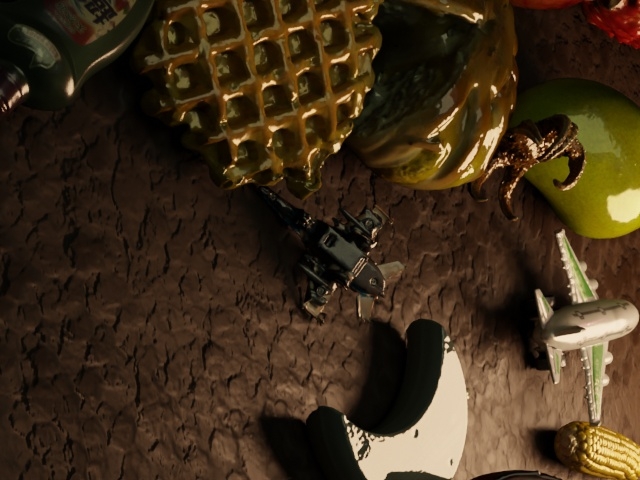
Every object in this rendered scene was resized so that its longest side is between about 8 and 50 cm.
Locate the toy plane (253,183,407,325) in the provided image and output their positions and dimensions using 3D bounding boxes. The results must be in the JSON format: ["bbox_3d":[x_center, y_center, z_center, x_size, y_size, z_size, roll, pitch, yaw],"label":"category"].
[{"bbox_3d":[0.005,0.001,1.186,0.188,0.062,0.135,44,76,-31],"label":"toy plane"}]

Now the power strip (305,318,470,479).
[{"bbox_3d":[0.089,0.192,1.245,0.253,0.054,0.167,-31,107,-49],"label":"power strip"}]

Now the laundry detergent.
[{"bbox_3d":[-0.230,-0.180,0.942,0.144,0.078,0.221,46,51,-19],"label":"laundry detergent"}]

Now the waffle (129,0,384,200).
[{"bbox_3d":[-0.053,-0.184,1.112,0.291,0.051,0.291,-5,99,-36],"label":"waffle"}]

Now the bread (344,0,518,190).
[{"bbox_3d":[0.125,-0.223,1.311,0.333,0.160,0.333,15,70,-50],"label":"bread"}]

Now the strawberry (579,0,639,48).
[{"bbox_3d":[0.514,-0.425,1.776,0.343,0.292,0.292,9,73,-67],"label":"strawberry"}]

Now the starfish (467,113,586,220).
[{"bbox_3d":[0.242,-0.095,1.401,0.074,0.146,0.190,70,11,22],"label":"starfish"}]

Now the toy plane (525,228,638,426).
[{"bbox_3d":[0.337,0.109,1.527,0.255,0.101,0.251,-5,84,-55],"label":"toy plane"}]

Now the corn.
[{"bbox_3d":[0.371,0.280,1.550,0.206,0.067,0.067,25,62,-47],"label":"corn"}]

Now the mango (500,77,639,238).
[{"bbox_3d":[0.358,-0.117,1.564,0.273,0.149,0.185,43,74,-30],"label":"mango"}]

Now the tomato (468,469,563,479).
[{"bbox_3d":[0.187,0.351,1.237,0.181,0.155,0.214,24,68,-20],"label":"tomato"}]

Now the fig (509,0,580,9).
[{"bbox_3d":[0.276,-0.427,1.513,0.263,0.224,0.224,46,49,-29],"label":"fig"}]
